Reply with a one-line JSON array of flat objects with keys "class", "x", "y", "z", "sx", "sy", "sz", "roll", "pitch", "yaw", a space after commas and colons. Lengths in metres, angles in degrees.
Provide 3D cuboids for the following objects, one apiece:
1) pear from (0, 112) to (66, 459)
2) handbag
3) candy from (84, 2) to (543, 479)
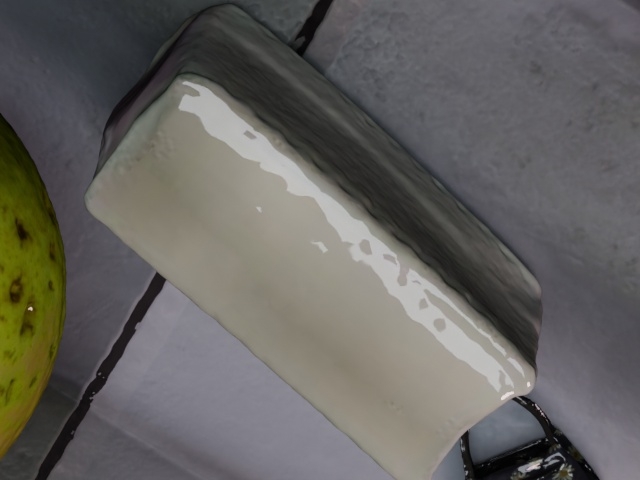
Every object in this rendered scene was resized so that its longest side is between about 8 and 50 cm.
[{"class": "pear", "x": -0.362, "y": 0.052, "z": 1.350, "sx": 0.391, "sy": 0.391, "sz": 0.391, "roll": 1, "pitch": 105, "yaw": 3}, {"class": "handbag", "x": 0.155, "y": 0.184, "z": 1.496, "sx": 0.115, "sy": 0.072, "sz": 0.139, "roll": -24, "pitch": 98, "yaw": 11}, {"class": "candy", "x": -0.001, "y": 0.000, "z": 1.390, "sx": 0.358, "sy": 0.208, "sz": 0.145, "roll": 41, "pitch": 110, "yaw": -8}]
